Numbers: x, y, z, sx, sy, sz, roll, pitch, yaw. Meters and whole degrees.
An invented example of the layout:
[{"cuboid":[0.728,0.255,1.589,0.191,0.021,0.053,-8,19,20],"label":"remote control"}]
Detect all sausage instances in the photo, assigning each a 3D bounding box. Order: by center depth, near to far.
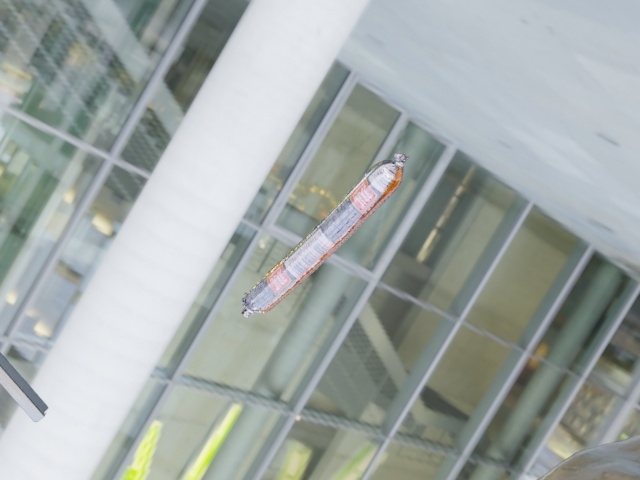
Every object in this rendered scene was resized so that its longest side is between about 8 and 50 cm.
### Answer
[{"cuboid":[0.000,0.000,0.747,0.028,0.198,0.025,39,-148,-9],"label":"sausage"}]

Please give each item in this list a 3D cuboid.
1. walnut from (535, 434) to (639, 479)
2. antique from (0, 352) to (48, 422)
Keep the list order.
[{"cuboid":[0.256,0.309,0.686,0.384,0.383,0.383,30,-176,-2],"label":"walnut"},{"cuboid":[-0.358,0.115,1.058,0.192,0.015,0.031,52,-179,-8],"label":"antique"}]
